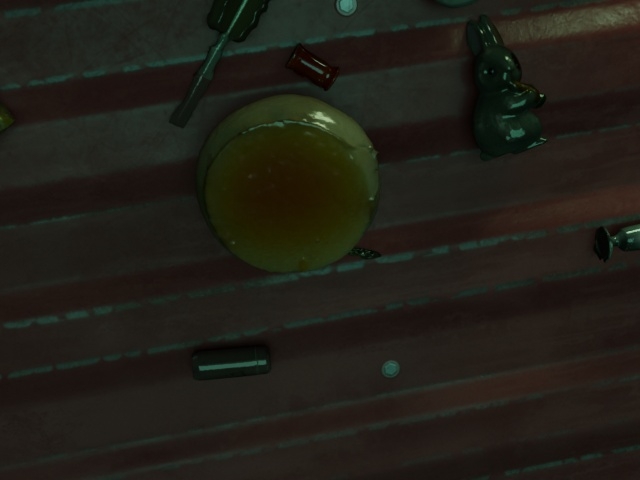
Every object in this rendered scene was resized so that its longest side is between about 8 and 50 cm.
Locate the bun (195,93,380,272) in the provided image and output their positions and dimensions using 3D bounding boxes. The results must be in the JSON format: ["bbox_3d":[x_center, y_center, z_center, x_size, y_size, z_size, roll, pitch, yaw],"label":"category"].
[{"bbox_3d":[-0.048,-0.101,1.246,0.298,0.165,0.299,-2,120,-3],"label":"bun"}]

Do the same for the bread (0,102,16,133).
[{"bbox_3d":[-0.589,-0.178,1.200,0.188,0.068,0.125,-39,107,4],"label":"bread"}]

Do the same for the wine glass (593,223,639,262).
[{"bbox_3d":[0.588,-0.005,1.410,0.155,0.072,0.072,-10,107,-4],"label":"wine glass"}]

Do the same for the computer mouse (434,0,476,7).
[{"bbox_3d":[0.187,-0.478,1.219,0.128,0.079,0.231,-30,91,3],"label":"computer mouse"}]

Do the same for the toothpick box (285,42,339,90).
[{"bbox_3d":[-0.012,-0.283,1.260,0.083,0.047,0.047,29,100,-15],"label":"toothpick box"}]

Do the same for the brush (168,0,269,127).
[{"bbox_3d":[-0.163,-0.311,1.226,0.084,0.071,0.301,28,106,-18],"label":"brush"}]

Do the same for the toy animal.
[{"bbox_3d":[0.296,-0.251,1.278,0.138,0.108,0.236,-25,107,1],"label":"toy animal"}]

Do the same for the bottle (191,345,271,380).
[{"bbox_3d":[-0.160,0.220,1.380,0.140,0.053,0.053,-5,106,-6],"label":"bottle"}]

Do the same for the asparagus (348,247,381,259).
[{"bbox_3d":[0.000,0.000,1.357,0.232,0.023,0.022,17,148,-12],"label":"asparagus"}]
